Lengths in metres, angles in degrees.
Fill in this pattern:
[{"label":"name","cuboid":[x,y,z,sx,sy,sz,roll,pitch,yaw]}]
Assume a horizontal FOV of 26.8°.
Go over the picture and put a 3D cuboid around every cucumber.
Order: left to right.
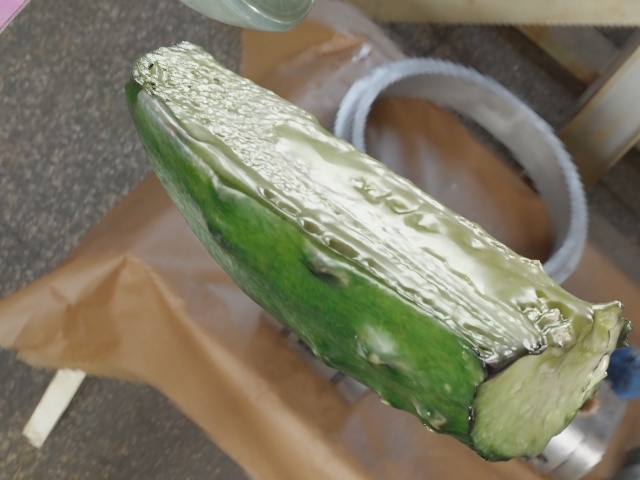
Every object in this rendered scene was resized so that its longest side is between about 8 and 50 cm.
[{"label":"cucumber","cuboid":[-0.002,0.002,0.743,0.325,0.105,0.145,38,34,27]}]

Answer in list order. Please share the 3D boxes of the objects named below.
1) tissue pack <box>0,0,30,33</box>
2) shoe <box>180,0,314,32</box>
[{"label":"tissue pack","cuboid":[-0.219,-0.213,0.632,0.149,0.092,0.246,16,47,-44]},{"label":"shoe","cuboid":[-0.088,-0.220,1.046,0.195,0.078,0.079,40,60,10]}]
